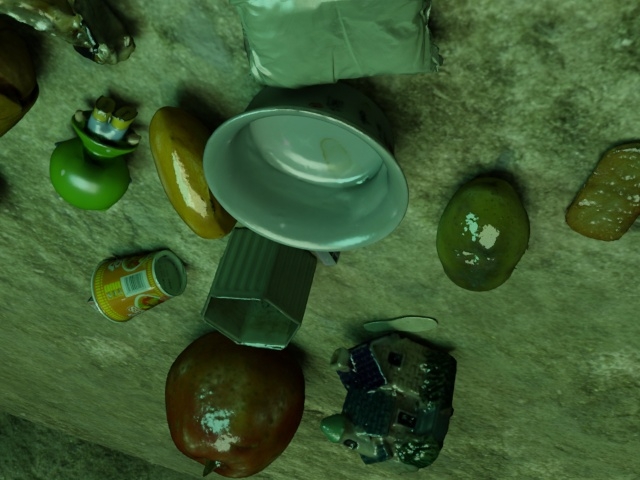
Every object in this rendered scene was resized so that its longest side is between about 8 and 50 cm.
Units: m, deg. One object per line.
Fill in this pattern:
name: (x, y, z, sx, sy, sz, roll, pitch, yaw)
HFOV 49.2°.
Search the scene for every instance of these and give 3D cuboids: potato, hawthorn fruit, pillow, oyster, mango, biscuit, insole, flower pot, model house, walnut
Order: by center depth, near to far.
pillow: (0.010, -0.330, 0.969, 0.309, 0.138, 0.283, -2, 141, 17)
oyster: (-0.406, -0.387, 1.047, 0.197, 0.133, 0.337, -14, 137, 31)
biscuit: (0.514, -0.081, 1.215, 0.118, 0.029, 0.247, 20, 145, 5)
walnut: (-0.616, -0.271, 1.230, 0.209, 0.209, 0.336, 36, 152, -26)
mango: (-0.234, -0.135, 1.288, 0.138, 0.187, 0.257, -15, 118, 16)
potato: (0.301, -0.008, 1.297, 0.169, 0.143, 0.248, 12, 135, 11)
flower pot: (-0.137, 0.107, 1.561, 0.209, 0.190, 0.239, 20, 145, -7)
insole: (0.196, 0.208, 1.727, 0.191, 0.010, 0.063, -9, 138, 29)
model house: (0.148, 0.387, 1.732, 0.284, 0.299, 0.243, 27, 148, -13)
hawthorn fruit: (-0.246, 0.458, 1.906, 0.402, 0.403, 0.403, 10, 144, 7)

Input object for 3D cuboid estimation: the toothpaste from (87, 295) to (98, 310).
toothpaste: (-0.545, 0.158, 1.899, 0.196, 0.040, 0.047, -9, 133, 29)

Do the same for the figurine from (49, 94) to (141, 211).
figurine: (-0.437, -0.163, 1.361, 0.162, 0.143, 0.263, 21, 133, -18)

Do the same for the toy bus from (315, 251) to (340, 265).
toy bus: (0.000, 0.000, 1.484, 0.036, 0.052, 0.131, -5, 140, 28)

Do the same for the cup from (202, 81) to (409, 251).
cup: (-0.012, -0.147, 1.199, 0.347, 0.163, 0.347, 9, 143, 7)

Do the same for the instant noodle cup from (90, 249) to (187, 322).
instant noodle cup: (-0.433, 0.100, 1.702, 0.185, 0.168, 0.168, -18, 134, 26)
